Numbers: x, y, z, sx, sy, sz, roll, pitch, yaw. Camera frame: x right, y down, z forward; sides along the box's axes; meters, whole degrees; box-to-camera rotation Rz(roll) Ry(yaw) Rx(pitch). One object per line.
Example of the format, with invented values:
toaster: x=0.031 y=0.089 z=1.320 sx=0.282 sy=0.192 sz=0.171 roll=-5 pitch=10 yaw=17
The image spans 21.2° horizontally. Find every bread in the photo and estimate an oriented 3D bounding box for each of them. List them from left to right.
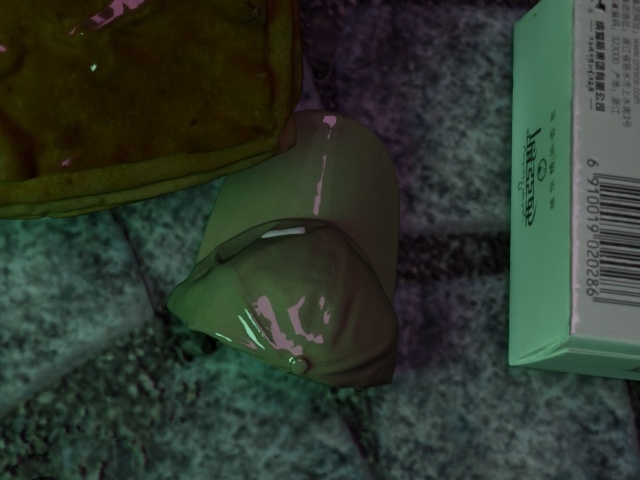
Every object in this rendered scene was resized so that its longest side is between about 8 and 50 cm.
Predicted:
bread: x=-0.183 y=-0.163 z=1.087 sx=0.325 sy=0.167 sz=0.277 roll=-9 pitch=117 yaw=-14

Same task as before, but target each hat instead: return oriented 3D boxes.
hat: x=0.000 y=0.000 z=1.153 sx=0.166 sy=0.144 sz=0.173 roll=16 pitch=94 yaw=-15

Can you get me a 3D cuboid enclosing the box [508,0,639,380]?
box: x=0.249 y=-0.038 z=1.241 sx=0.203 sy=0.116 sz=0.274 roll=7 pitch=73 yaw=-16
